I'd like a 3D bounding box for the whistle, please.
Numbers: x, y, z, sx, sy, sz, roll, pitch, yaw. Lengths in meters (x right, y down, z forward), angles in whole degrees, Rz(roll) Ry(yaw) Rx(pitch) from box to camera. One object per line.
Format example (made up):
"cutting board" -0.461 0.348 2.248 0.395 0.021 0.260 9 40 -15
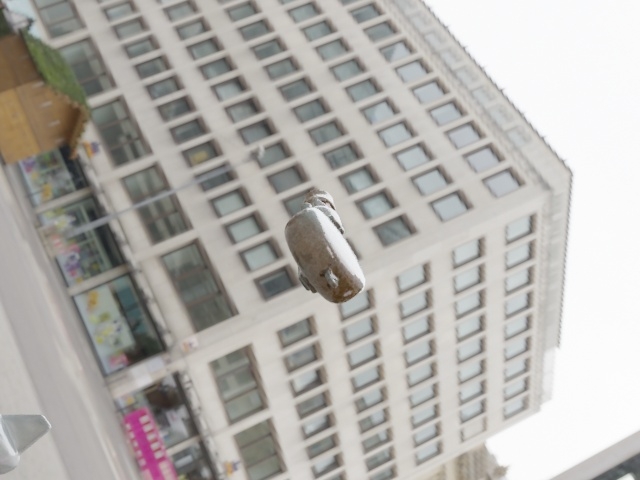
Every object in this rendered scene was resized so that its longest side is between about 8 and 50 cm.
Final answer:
"whistle" 0.000 0.000 0.975 0.107 0.057 0.220 52 12 -22

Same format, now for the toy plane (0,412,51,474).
"toy plane" -0.410 0.156 0.975 0.245 0.117 0.245 45 -17 17
